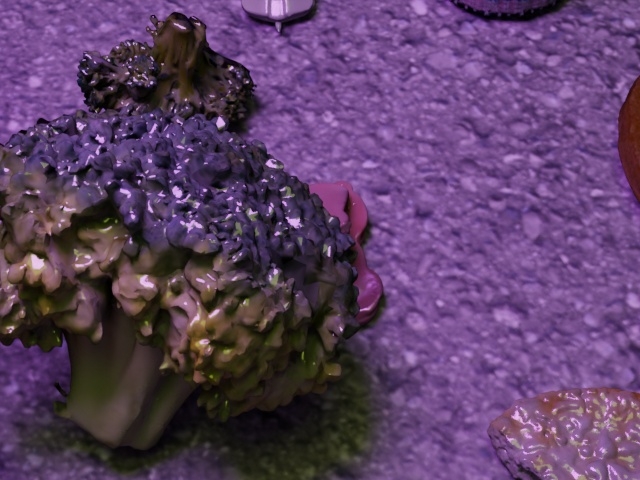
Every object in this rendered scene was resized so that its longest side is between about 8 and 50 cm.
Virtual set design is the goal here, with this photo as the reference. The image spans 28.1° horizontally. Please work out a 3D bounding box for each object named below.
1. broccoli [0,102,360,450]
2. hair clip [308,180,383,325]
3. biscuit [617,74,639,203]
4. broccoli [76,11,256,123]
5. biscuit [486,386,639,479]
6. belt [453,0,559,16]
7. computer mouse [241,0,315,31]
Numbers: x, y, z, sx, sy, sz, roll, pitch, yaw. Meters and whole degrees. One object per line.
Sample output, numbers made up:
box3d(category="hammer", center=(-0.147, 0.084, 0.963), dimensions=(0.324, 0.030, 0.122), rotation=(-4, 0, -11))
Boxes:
box3d(category="broccoli", center=(-0.135, 0.038, 1.092), dimensions=(0.348, 0.293, 0.281), rotation=(27, 106, 7))
box3d(category="hair clip", center=(0.000, 0.010, 1.231), dimensions=(0.123, 0.102, 0.138), rotation=(2, 24, 2))
box3d(category="biscuit", center=(0.427, -0.078, 1.260), dimensions=(0.257, 0.049, 0.273), rotation=(-9, 58, -7))
box3d(category="broccoli", center=(-0.149, -0.165, 1.277), dimensions=(0.167, 0.160, 0.154), rotation=(28, 42, -1))
box3d(category="biscuit", center=(0.261, 0.216, 1.076), dimensions=(0.265, 0.040, 0.188), rotation=(27, 61, 20))
box3d(category="belt", center=(0.178, -0.397, 1.417), dimensions=(0.206, 0.160, 0.295), rotation=(-24, 59, -14))
box3d(category="computer mouse", center=(-0.049, -0.310, 1.433), dimensions=(0.089, 0.056, 0.182), rotation=(-4, 57, 5))
